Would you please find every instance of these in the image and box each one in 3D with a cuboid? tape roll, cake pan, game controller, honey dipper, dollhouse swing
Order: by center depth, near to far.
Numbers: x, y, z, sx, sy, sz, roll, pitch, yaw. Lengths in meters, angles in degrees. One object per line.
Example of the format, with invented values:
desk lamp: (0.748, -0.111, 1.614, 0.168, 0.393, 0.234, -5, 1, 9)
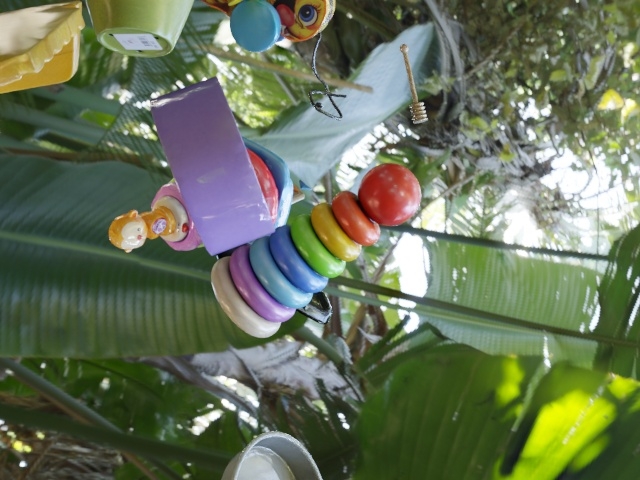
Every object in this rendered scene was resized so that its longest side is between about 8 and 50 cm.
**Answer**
tape roll: (-0.120, -0.083, 0.771, 0.080, 0.189, 0.189, -21, -122, -4)
dollhouse swing: (-0.465, -0.122, 0.948, 0.315, 0.305, 0.347, -8, -149, 3)
cake pan: (-0.086, 0.504, 1.250, 0.054, 0.293, 0.293, -22, -120, 30)
honey dipper: (0.184, -0.317, 1.372, 0.030, 0.030, 0.160, -13, -92, 24)
game controller: (-0.098, 0.067, 1.387, 0.067, 0.319, 0.166, -40, -138, 20)

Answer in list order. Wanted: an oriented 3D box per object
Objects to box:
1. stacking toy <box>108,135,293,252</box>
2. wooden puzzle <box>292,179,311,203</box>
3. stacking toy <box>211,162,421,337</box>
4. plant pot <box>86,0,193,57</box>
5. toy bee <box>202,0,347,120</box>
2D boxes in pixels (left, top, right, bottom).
stacking toy: (-0.195, -0.048, 1.041, 0.166, 0.302, 0.175, 31, -58, 25)
wooden puzzle: (-0.075, -0.103, 1.350, 0.078, 0.116, 0.014, 46, -43, 10)
stacking toy: (0.000, 0.000, 0.995, 0.330, 0.141, 0.141, -37, -124, 17)
plant pot: (-0.333, -0.505, 1.259, 0.275, 0.275, 0.293, -3, -98, 29)
toy bee: (-0.045, -0.335, 0.944, 0.162, 0.298, 0.195, -48, -153, 28)
